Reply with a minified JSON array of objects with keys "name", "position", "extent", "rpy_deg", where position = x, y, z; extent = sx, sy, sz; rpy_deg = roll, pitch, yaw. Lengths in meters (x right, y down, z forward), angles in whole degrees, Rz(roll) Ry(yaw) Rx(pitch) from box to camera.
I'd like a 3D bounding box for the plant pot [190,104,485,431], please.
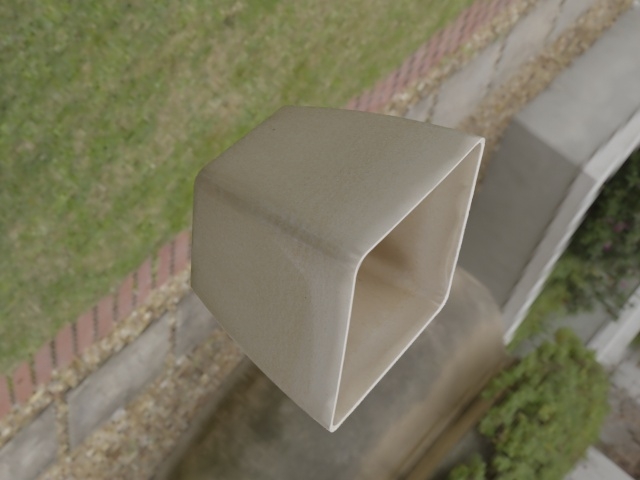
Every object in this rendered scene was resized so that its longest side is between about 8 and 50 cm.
[{"name":"plant pot","position":[0.000,0.000,0.535],"extent":[0.109,0.096,0.109],"rpy_deg":[-43,151,-40]}]
